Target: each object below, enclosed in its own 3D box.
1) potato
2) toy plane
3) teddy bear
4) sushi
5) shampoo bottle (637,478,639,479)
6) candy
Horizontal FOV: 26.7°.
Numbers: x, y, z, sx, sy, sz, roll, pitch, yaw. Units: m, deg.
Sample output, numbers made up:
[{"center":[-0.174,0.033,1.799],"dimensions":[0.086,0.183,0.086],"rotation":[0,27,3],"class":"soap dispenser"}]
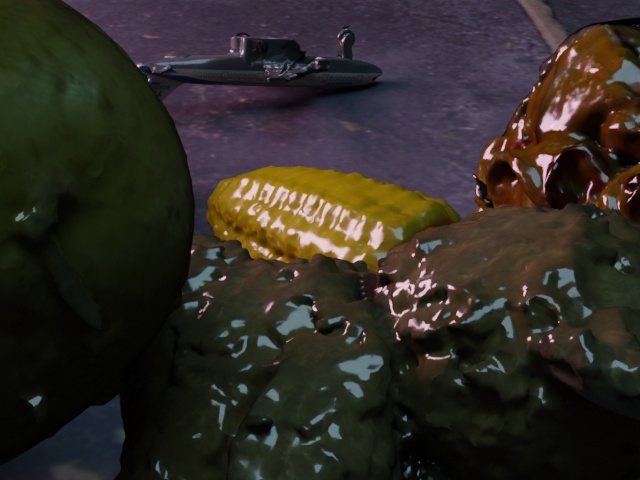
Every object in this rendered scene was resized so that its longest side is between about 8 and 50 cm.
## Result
[{"center":[-0.207,0.003,0.537],"dimensions":[0.359,0.219,0.270],"rotation":[-16,32,24],"class":"potato"},{"center":[-0.050,-0.141,1.103],"dimensions":[0.226,0.058,0.226],"rotation":[-13,17,-24],"class":"toy plane"},{"center":[0.038,0.066,0.562],"dimensions":[0.256,0.156,0.267],"rotation":[-8,8,10],"class":"teddy bear"},{"center":[0.175,-0.021,0.745],"dimensions":[0.204,0.200,0.213],"rotation":[-3,21,-30],"class":"sushi"},{"center":[0.213,0.151,0.557],"dimensions":[0.104,0.104,0.278],"rotation":[-12,33,-23],"class":"shampoo bottle"},{"center":[0.000,0.000,0.827],"dimensions":[0.106,0.094,0.199],"rotation":[-28,35,-33],"class":"candy"}]
